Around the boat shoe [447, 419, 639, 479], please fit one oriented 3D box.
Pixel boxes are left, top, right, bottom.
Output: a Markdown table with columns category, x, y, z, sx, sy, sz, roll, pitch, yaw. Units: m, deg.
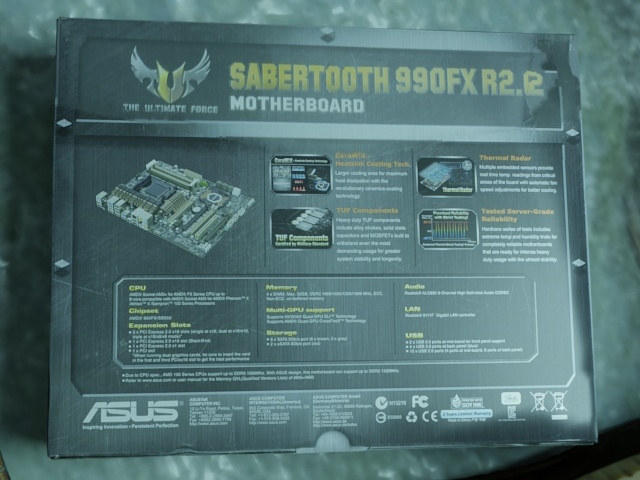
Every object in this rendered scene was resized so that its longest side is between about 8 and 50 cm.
| category | x | y | z | sx | sy | sz | roll | pitch | yaw |
| --- | --- | --- | --- | --- | --- | --- | --- | --- | --- |
| boat shoe | 0.097 | 0.145 | 0.392 | 0.302 | 0.109 | 0.098 | -15 | 85 | -15 |

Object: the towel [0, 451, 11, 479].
| category | x | y | z | sx | sy | sz | roll | pitch | yaw |
| --- | --- | --- | --- | --- | --- | --- | --- | --- | --- |
| towel | -0.264 | 0.261 | 0.362 | 0.370 | 0.040 | 0.271 | -20 | 87 | -12 |

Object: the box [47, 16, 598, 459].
| category | x | y | z | sx | sy | sz | roll | pitch | yaw |
| --- | --- | --- | --- | --- | --- | --- | --- | --- | --- |
| box | 0.000 | 0.000 | 0.420 | 0.231 | 0.056 | 0.183 | 0 | 82 | -8 |
